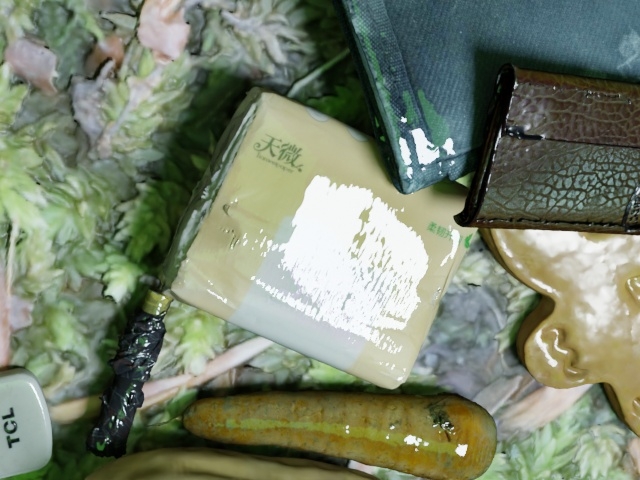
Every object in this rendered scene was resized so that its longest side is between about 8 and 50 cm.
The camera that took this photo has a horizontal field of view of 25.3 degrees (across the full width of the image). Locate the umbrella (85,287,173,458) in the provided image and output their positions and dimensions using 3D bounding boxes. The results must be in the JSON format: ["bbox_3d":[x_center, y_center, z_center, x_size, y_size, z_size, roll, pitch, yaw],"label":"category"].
[{"bbox_3d":[-0.155,0.107,1.157,0.040,0.037,0.144,21,96,3],"label":"umbrella"}]

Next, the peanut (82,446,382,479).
[{"bbox_3d":[-0.029,0.276,1.166,0.387,0.169,0.192,12,106,-18],"label":"peanut"}]

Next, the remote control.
[{"bbox_3d":[-0.310,0.160,1.134,0.190,0.029,0.087,-11,107,-12],"label":"remote control"}]

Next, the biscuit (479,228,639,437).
[{"bbox_3d":[0.277,0.009,1.240,0.275,0.052,0.355,-33,111,-5],"label":"biscuit"}]

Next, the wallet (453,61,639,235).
[{"bbox_3d":[0.225,-0.062,1.117,0.243,0.039,0.133,3,114,-32],"label":"wallet"}]

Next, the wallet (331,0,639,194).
[{"bbox_3d":[0.168,-0.202,1.123,0.342,0.075,0.237,-23,102,-18],"label":"wallet"}]

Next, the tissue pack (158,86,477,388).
[{"bbox_3d":[0.000,0.000,1.143,0.222,0.090,0.186,26,94,-20],"label":"tissue pack"}]

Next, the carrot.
[{"bbox_3d":[0.004,0.157,1.200,0.298,0.078,0.078,6,102,-12],"label":"carrot"}]
